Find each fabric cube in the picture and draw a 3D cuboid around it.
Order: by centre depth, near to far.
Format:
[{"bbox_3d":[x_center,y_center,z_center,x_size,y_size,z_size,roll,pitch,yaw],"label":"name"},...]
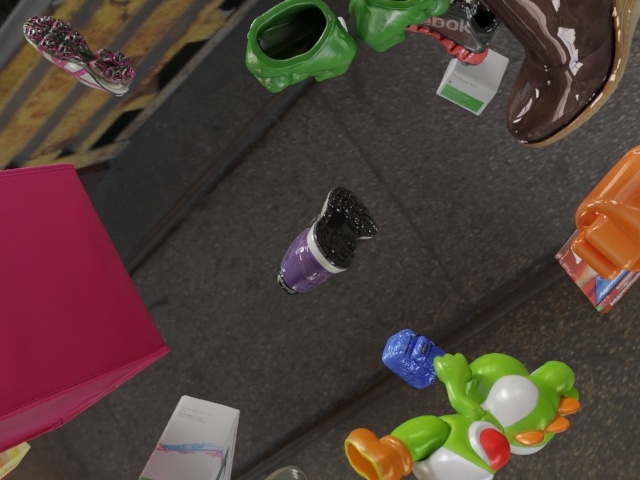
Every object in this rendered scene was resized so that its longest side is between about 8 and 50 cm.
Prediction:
[{"bbox_3d":[-0.382,0.096,0.933,0.259,0.254,0.258,-34,82,33],"label":"fabric cube"}]

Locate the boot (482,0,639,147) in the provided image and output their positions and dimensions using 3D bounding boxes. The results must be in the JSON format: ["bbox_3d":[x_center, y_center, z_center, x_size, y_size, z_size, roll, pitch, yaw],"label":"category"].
[{"bbox_3d":[0.140,-0.185,0.598,0.090,0.206,0.248,-106,32,-44],"label":"boot"}]

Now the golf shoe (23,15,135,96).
[{"bbox_3d":[-0.391,-0.287,1.332,0.186,0.068,0.086,29,149,-10],"label":"golf shoe"}]

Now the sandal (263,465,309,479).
[{"bbox_3d":[-0.092,0.433,1.299,0.060,0.219,0.090,-14,102,54],"label":"sandal"}]

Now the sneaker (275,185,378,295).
[{"bbox_3d":[0.000,0.000,1.367,0.124,0.283,0.107,-38,93,26],"label":"sneaker"}]

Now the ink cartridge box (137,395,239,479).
[{"bbox_3d":[-0.181,0.332,1.086,0.093,0.212,0.154,13,119,3],"label":"ink cartridge box"}]

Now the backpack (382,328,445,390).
[{"bbox_3d":[0.206,0.250,1.828,0.120,0.098,0.101,34,141,-10],"label":"backpack"}]

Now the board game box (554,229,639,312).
[{"bbox_3d":[0.536,-0.023,1.442,0.281,0.027,0.145,-58,41,30],"label":"board game box"}]

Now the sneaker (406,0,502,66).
[{"bbox_3d":[0.216,-0.430,1.521,0.276,0.098,0.135,24,145,-16],"label":"sneaker"}]

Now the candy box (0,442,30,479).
[{"bbox_3d":[-0.667,0.306,1.382,0.316,0.183,0.088,39,108,4],"label":"candy box"}]

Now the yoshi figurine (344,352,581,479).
[{"bbox_3d":[0.208,0.277,1.223,0.203,0.362,0.204,52,153,29],"label":"yoshi figurine"}]

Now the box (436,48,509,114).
[{"bbox_3d":[0.304,-0.327,1.659,0.101,0.102,0.087,27,149,-3],"label":"box"}]

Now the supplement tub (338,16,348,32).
[{"bbox_3d":[0.003,-0.428,1.765,0.107,0.071,0.071,-16,96,-3],"label":"supplement tub"}]

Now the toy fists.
[{"bbox_3d":[0.037,-0.272,1.040,0.279,0.142,0.096,-27,93,2],"label":"toy fists"}]

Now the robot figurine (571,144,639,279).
[{"bbox_3d":[0.432,-0.047,1.112,0.128,0.219,0.158,24,149,44],"label":"robot figurine"}]
